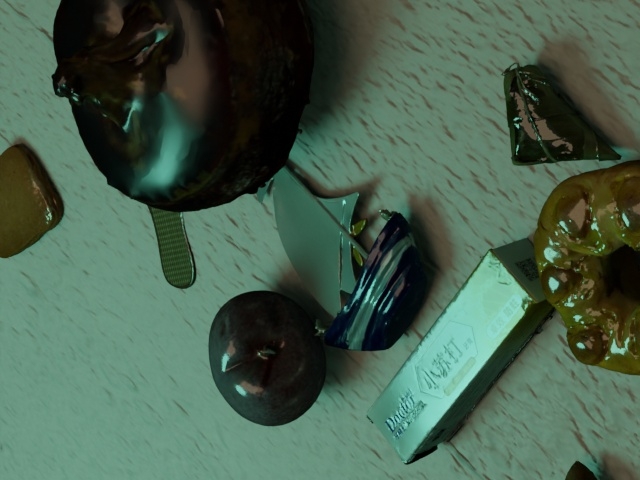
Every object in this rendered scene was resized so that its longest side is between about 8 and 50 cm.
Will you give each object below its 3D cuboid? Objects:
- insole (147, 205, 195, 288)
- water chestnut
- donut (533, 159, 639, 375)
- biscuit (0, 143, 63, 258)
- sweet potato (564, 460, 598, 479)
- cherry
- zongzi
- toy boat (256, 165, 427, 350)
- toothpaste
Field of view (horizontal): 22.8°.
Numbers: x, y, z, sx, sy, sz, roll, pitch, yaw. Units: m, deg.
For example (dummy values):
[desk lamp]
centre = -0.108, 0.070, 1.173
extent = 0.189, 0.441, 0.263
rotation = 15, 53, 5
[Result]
[insole]
centre = -0.211, -0.056, 2.100
extent = 0.086, 0.005, 0.253
rotation = -5, 103, 43
[water chestnut]
centre = -0.180, -0.191, 1.810
extent = 0.350, 0.302, 0.350
rotation = 13, 112, 34
[donut]
centre = 0.322, 0.026, 1.579
extent = 0.226, 0.114, 0.227
rotation = 17, 117, 37
[biscuit]
centre = -0.463, -0.074, 2.298
extent = 0.192, 0.036, 0.186
rotation = -31, 84, 43
[sweet potato]
centre = 0.333, 0.411, 1.745
extent = 0.114, 0.092, 0.341
rotation = -32, 84, 19
[cherry]
centre = -0.067, 0.150, 1.963
extent = 0.176, 0.140, 0.176
rotation = 59, 164, 28
[zongzi]
centre = 0.248, -0.133, 1.630
extent = 0.119, 0.055, 0.109
rotation = -2, 104, 30
[toy boat]
centre = 0.000, 0.000, 1.897
extent = 0.291, 0.067, 0.220
rotation = 44, 131, 24
[toothpaste]
centre = 0.162, 0.130, 1.799
extent = 0.089, 0.071, 0.313
rotation = 50, 133, 20
